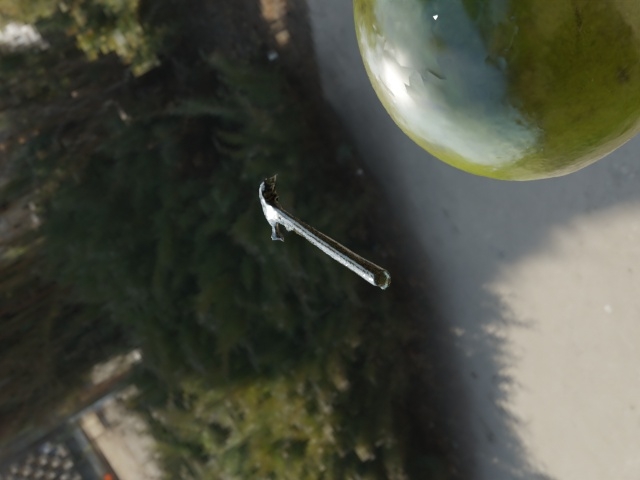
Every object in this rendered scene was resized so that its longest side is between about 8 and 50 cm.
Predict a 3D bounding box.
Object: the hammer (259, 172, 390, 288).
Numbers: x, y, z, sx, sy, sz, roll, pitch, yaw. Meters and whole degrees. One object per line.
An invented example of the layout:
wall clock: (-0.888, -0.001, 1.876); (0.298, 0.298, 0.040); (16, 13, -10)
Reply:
hammer: (0.001, 0.000, 1.704); (0.297, 0.027, 0.125); (35, 147, 50)

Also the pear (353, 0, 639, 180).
pear: (0.200, -0.235, 1.344); (0.352, 0.352, 0.413); (40, 165, 45)
